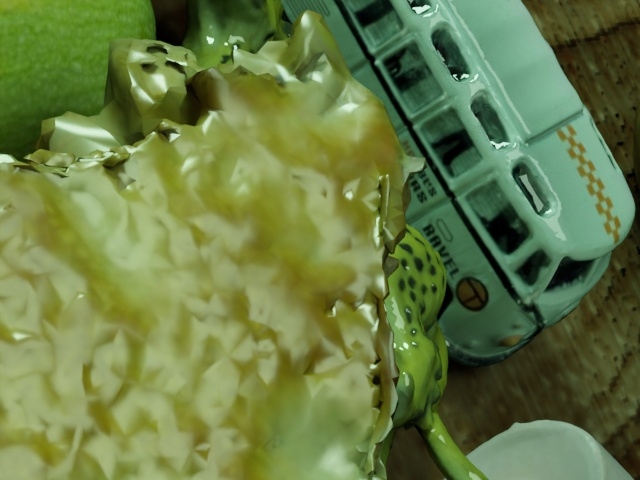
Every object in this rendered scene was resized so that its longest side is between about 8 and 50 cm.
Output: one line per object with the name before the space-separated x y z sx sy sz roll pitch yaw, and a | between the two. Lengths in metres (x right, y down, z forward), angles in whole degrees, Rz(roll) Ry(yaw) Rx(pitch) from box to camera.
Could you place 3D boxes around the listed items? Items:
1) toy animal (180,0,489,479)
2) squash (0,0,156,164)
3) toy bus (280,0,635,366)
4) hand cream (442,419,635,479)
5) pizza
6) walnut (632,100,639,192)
toy animal | 0.000 0.000 0.663 0.181 0.073 0.136 41 36 -12
squash | -0.120 -0.054 0.551 0.186 0.123 0.123 -5 68 -50
toy bus | 0.044 -0.052 0.721 0.087 0.089 0.194 -28 87 -48
hand cream | 0.133 0.172 0.682 0.248 0.083 0.133 44 46 -28
pizza | -0.092 0.118 0.432 0.440 0.130 0.406 44 58 -9
walnut | 0.238 -0.057 0.810 0.195 0.222 0.195 12 41 -10
